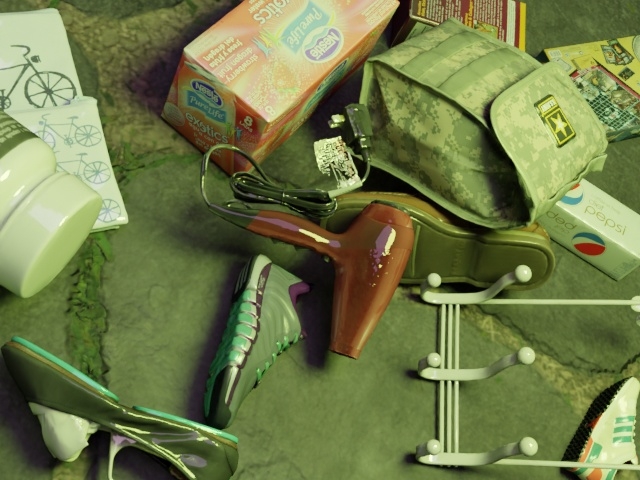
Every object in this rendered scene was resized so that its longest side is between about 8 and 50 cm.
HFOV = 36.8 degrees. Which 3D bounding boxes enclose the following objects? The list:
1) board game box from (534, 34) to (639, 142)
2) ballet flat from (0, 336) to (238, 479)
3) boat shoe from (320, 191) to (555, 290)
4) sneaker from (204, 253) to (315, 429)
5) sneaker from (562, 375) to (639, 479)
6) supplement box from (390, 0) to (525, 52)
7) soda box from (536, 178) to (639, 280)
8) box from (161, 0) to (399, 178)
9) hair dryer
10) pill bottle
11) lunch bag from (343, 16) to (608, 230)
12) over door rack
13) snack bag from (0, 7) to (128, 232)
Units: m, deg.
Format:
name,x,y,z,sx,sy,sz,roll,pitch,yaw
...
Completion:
name,x,y,z,sx,sy,sz,roll,pitch,yaw
board game box,0.473,-0.241,1.529,0.243,0.042,0.165,-13,68,-26
ballet flat,-0.220,0.199,1.008,0.280,0.095,0.096,26,69,-6
boat shoe,0.149,-0.009,1.259,0.307,0.110,0.104,14,33,-7
sneaker,-0.064,0.122,1.113,0.098,0.083,0.223,23,57,-14
sneaker,0.376,0.250,1.227,0.075,0.057,0.161,41,61,1
supplement box,0.208,-0.324,1.449,0.188,0.081,0.104,15,60,-13
soda box,0.362,-0.038,1.364,0.216,0.069,0.074,33,56,-2
box,-0.050,-0.240,1.266,0.142,0.154,0.300,40,56,3
hair dryer,0.000,0.000,1.143,0.224,0.080,0.293,-21,84,-6
pill bottle,-0.384,-0.074,1.005,0.283,0.161,0.161,36,57,1
lunch bag,0.215,-0.149,1.244,0.287,0.169,0.235,32,40,21
over door rack,0.282,0.160,1.168,0.324,0.108,0.239,6,62,-1
snack bag,-0.423,-0.143,1.143,0.323,0.037,0.342,-9,67,-24
